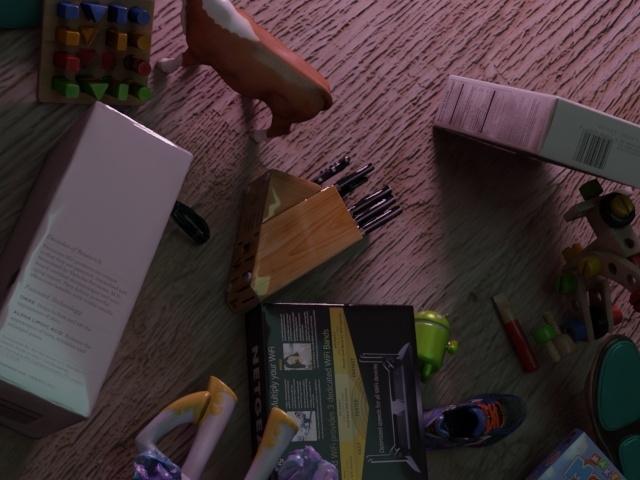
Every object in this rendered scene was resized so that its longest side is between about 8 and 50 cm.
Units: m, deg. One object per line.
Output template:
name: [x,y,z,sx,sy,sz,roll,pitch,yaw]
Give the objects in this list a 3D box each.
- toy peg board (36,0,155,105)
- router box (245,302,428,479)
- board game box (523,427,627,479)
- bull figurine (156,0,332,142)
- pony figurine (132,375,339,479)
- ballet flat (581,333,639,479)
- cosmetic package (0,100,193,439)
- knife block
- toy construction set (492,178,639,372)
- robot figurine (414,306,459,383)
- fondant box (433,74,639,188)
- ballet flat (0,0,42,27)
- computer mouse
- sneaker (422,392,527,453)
toy peg board: [-0.301,-0.264,1.748,0.161,0.079,0.161,-2,108,-31]
router box: [0.024,0.247,1.806,0.242,0.081,0.309,3,74,-22]
board game box: [0.380,0.423,1.951,0.211,0.039,0.160,-44,99,-8]
bull figurine: [-0.126,-0.271,1.829,0.310,0.188,0.101,41,59,-14]
pony figurine: [-0.145,0.382,1.589,0.351,0.303,0.363,35,67,18]
ballet flat: [0.469,0.290,2.018,0.107,0.106,0.316,-16,106,-17]
cosmetic package: [-0.324,0.041,1.605,0.156,0.217,0.385,27,62,-21]
knife block: [0.000,0.000,1.878,0.242,0.088,0.276,20,66,-23]
toy construction set: [0.426,0.045,2.051,0.308,0.257,0.237,-26,82,-4]
robot figurine: [0.162,0.159,1.936,0.101,0.067,0.115,14,66,8]
fondant box: [0.365,-0.173,2.001,0.238,0.330,0.096,15,97,-26]
ballet flat: [-0.383,-0.353,1.781,0.247,0.083,0.087,-8,55,-32]
computer mouse: [-0.244,-0.087,1.797,0.242,0.041,0.071,53,22,-11]
sneaker: [0.235,0.282,1.929,0.221,0.087,0.083,-11,81,-32]
